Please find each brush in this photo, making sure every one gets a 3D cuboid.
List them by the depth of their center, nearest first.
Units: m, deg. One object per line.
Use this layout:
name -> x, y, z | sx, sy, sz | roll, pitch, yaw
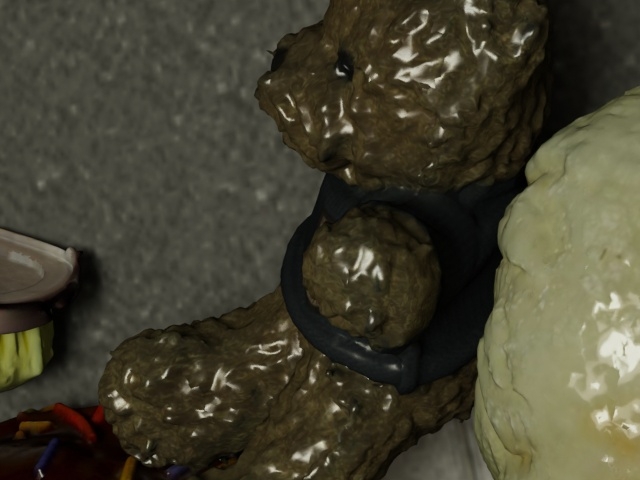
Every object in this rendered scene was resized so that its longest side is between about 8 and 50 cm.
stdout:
brush -> -0.241, 0.006, 0.738 | 0.312, 0.072, 0.067 | 16, 112, 24

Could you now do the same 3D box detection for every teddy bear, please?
teddy bear -> 0.017, 0.007, 0.579 | 0.251, 0.129, 0.182 | -64, 25, 22

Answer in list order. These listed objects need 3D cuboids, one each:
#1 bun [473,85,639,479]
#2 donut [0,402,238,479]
bun -> 0.116, 0.043, 0.527 | 0.111, 0.188, 0.164 | 11, 63, 54
donut -> -0.102, 0.178, 0.667 | 0.235, 0.089, 0.235 | 1, 92, 26
